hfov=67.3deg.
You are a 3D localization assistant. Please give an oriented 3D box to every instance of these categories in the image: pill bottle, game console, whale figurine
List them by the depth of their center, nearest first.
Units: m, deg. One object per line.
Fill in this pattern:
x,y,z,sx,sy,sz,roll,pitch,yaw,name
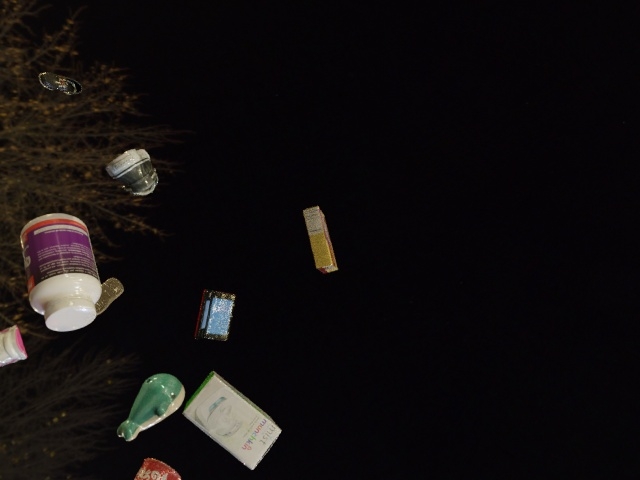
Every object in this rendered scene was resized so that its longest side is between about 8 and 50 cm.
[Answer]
-0.741,0.090,1.380,0.181,0.182,0.322,-49,-126,31,pill bottle
-0.305,0.221,1.410,0.085,0.124,0.143,10,-98,-3,game console
-0.642,0.609,1.791,0.216,0.272,0.141,-4,-61,48,whale figurine

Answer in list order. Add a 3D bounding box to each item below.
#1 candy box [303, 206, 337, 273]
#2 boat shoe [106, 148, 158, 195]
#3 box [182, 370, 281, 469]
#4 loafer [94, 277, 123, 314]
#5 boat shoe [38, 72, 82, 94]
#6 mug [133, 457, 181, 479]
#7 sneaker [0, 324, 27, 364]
0.000,0.000,1.474,0.053,0.109,0.186,-14,-105,8,candy box
-0.516,-0.177,1.334,0.121,0.335,0.119,-32,-74,-8,boat shoe
-0.248,0.485,1.324,0.231,0.126,0.262,39,-18,-1,box
-0.854,0.234,1.818,0.092,0.268,0.101,-36,-85,22,loafer
-0.752,-0.456,1.394,0.042,0.133,0.048,-2,-89,16,boat shoe
-0.461,0.686,1.257,0.113,0.169,0.150,26,-48,2,mug
-0.860,0.288,1.284,0.252,0.111,0.102,-26,-97,56,sneaker
